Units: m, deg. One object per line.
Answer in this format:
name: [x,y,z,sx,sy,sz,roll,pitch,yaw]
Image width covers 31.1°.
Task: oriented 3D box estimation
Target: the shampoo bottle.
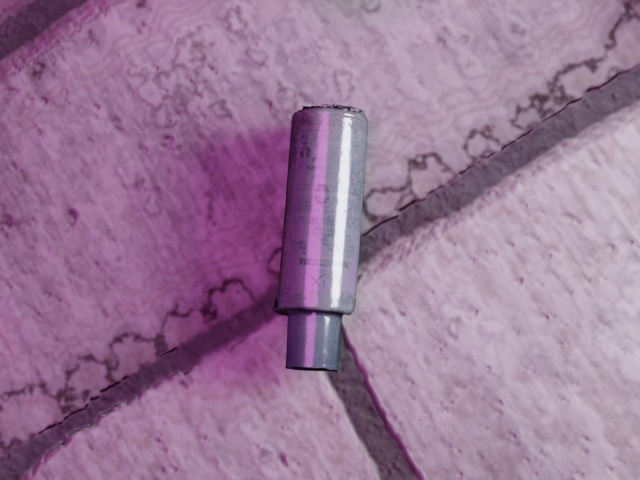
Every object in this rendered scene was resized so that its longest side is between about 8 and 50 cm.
shampoo bottle: [0.000,0.000,0.944,0.072,0.072,0.214,3,84,14]
